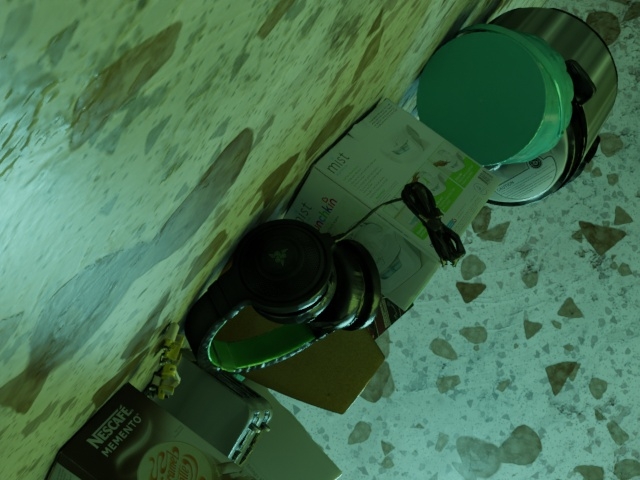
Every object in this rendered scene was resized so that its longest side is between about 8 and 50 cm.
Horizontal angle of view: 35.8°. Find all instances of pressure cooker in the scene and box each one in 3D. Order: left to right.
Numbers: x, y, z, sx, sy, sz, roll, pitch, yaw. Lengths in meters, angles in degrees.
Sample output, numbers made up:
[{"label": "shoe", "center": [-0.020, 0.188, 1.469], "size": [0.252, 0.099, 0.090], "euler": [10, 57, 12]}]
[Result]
[{"label": "pressure cooker", "center": [0.422, -0.279, 2.170], "size": [0.420, 0.376, 0.369], "euler": [-48, 148, -46]}]

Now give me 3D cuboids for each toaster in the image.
[{"label": "toaster", "center": [-0.169, 0.246, 1.453], "size": [0.110, 0.186, 0.168], "euler": [-55, 167, -3]}]

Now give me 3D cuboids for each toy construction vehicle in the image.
[{"label": "toy construction vehicle", "center": [-0.186, 0.153, 1.239], "size": [0.098, 0.035, 0.085], "euler": [114, -7, -53]}]

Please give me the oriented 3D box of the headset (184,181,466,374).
[{"label": "headset", "center": [0.003, 0.071, 1.316], "size": [0.394, 0.185, 0.243], "euler": [-41, 151, 18]}]

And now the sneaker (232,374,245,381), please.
[{"label": "sneaker", "center": [-0.163, 0.237, 1.821], "size": [0.110, 0.107, 0.275], "euler": [-63, 173, 10]}]

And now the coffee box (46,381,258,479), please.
[{"label": "coffee box", "center": [-0.189, 0.309, 1.194], "size": [0.141, 0.247, 0.098], "euler": [-49, 172, -49]}]

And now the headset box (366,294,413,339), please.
[{"label": "headset box", "center": [0.013, 0.144, 1.930], "size": [0.218, 0.110, 0.293], "euler": [-6, -162, 37]}]

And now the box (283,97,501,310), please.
[{"label": "box", "center": [0.114, -0.065, 1.495], "size": [0.262, 0.231, 0.126], "euler": [-48, 172, -48]}]

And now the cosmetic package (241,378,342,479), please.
[{"label": "cosmetic package", "center": [-0.208, 0.436, 1.555], "size": [0.453, 0.230, 0.161], "euler": [-32, 163, -40]}]

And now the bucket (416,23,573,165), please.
[{"label": "bucket", "center": [0.319, -0.265, 1.835], "size": [0.281, 0.281, 0.183], "euler": [-55, 167, 21]}]

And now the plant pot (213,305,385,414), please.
[{"label": "plant pot", "center": [-0.030, 0.162, 1.619], "size": [0.237, 0.254, 0.237], "euler": [-53, 176, -5]}]
